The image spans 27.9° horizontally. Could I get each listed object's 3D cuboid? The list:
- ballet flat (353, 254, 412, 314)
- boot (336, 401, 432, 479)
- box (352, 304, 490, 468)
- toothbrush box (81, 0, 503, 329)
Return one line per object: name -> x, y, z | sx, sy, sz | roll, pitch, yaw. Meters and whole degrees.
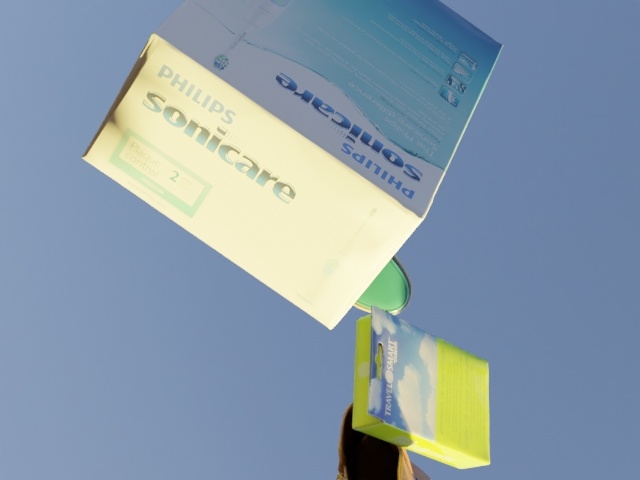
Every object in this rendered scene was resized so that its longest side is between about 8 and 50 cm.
ballet flat -> 0.000, 0.000, 1.507 | 0.248, 0.086, 0.086 | 35, -50, -13
boot -> 0.067, 0.240, 1.314 | 0.295, 0.104, 0.211 | -113, -178, -62
box -> 0.089, 0.138, 1.188 | 0.042, 0.178, 0.109 | -20, -124, 38
toothbrush box -> -0.007, -0.108, 0.970 | 0.216, 0.295, 0.126 | 34, -55, -4
